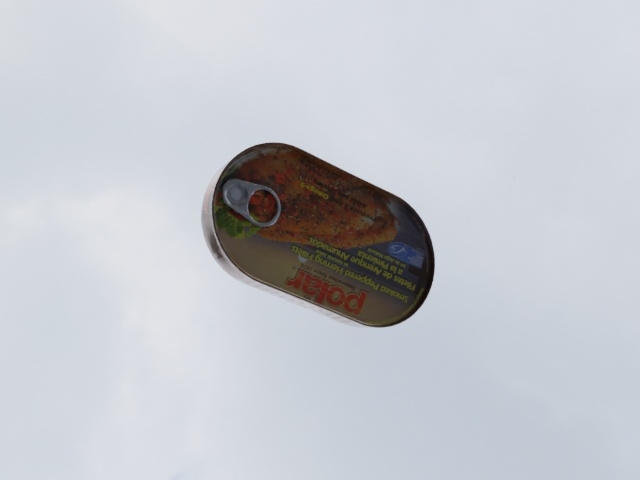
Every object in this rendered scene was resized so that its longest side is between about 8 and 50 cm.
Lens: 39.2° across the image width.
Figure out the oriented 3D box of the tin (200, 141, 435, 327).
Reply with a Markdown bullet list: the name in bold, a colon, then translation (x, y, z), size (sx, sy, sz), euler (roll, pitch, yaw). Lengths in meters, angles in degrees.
- **tin**: translation (0.000, 0.000, 0.672), size (0.189, 0.040, 0.106), euler (25, -113, -23)
